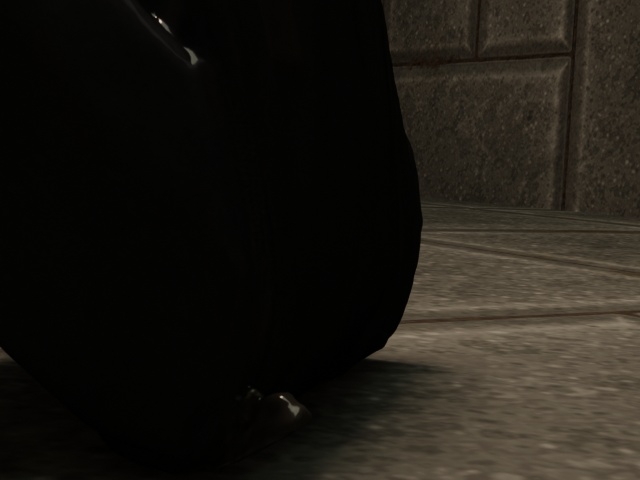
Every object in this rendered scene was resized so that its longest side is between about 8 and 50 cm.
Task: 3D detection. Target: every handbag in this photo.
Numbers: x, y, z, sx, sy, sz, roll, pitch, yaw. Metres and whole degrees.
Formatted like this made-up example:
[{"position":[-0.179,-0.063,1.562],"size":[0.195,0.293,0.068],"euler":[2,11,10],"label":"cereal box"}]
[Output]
[{"position":[-0.055,-0.063,0.475],"size":[0.275,0.178,0.302],"euler":[36,12,13],"label":"handbag"}]
